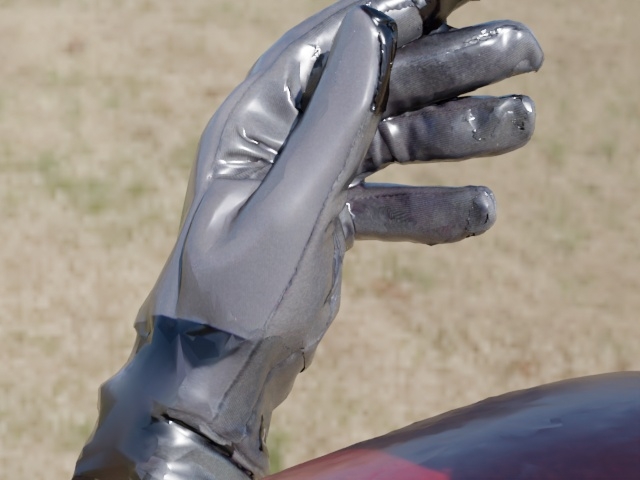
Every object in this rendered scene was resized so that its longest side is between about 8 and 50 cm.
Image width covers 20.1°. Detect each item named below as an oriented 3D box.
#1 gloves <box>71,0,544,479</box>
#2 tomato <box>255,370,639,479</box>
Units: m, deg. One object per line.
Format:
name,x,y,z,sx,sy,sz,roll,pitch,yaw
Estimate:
gloves,-0.011,-0.001,0.773,0.119,0.285,0.142,36,-10,14
tomato,0.053,0.162,0.336,0.298,0.299,0.226,3,-19,6
